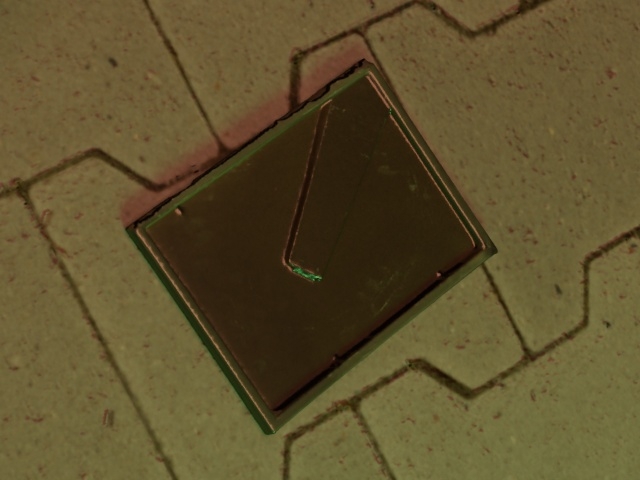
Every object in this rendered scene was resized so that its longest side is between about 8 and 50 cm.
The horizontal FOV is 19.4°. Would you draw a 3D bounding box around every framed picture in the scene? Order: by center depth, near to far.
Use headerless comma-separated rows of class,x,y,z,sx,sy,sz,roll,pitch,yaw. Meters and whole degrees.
framed picture,0.000,0.000,1.609,0.289,0.016,0.213,-38,97,-30
